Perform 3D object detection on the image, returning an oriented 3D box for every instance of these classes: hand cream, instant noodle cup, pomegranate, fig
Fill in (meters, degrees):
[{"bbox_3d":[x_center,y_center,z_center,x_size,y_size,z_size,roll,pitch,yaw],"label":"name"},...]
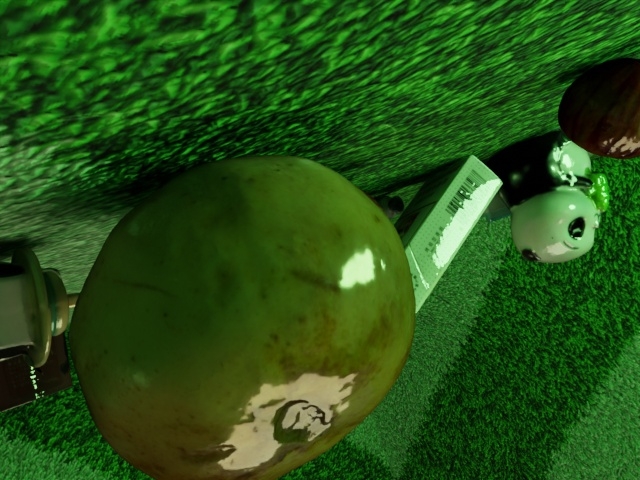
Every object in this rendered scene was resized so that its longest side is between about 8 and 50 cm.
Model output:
[{"bbox_3d":[0.090,-0.060,1.346,0.255,0.055,0.088,-13,176,44],"label":"hand cream"},{"bbox_3d":[-0.479,0.161,0.815,0.234,0.179,0.235,-19,174,-2],"label":"instant noodle cup"},{"bbox_3d":[-0.081,0.066,0.570,0.337,0.339,0.338,-18,176,-1],"label":"pomegranate"},{"bbox_3d":[0.349,-0.166,0.666,0.128,0.151,0.128,-17,-149,11],"label":"fig"}]

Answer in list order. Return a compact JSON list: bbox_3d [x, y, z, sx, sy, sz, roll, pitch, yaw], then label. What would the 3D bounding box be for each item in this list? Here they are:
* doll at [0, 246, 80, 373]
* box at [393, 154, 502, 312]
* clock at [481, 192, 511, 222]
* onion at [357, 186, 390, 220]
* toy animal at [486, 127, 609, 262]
[{"bbox_3d":[-0.386,0.090,0.542,0.207,0.144,0.271,-9,-179,5],"label":"doll"},{"bbox_3d":[0.206,-0.001,1.141,0.330,0.095,0.210,-54,-173,-17],"label":"box"},{"bbox_3d":[0.444,-0.122,1.382,0.262,0.116,0.231,-18,-176,-18],"label":"clock"},{"bbox_3d":[-0.004,0.026,0.784,0.229,0.230,0.163,-19,-178,8],"label":"onion"},{"bbox_3d":[0.483,-0.090,1.158,0.212,0.267,0.212,-18,171,-3],"label":"toy animal"}]
